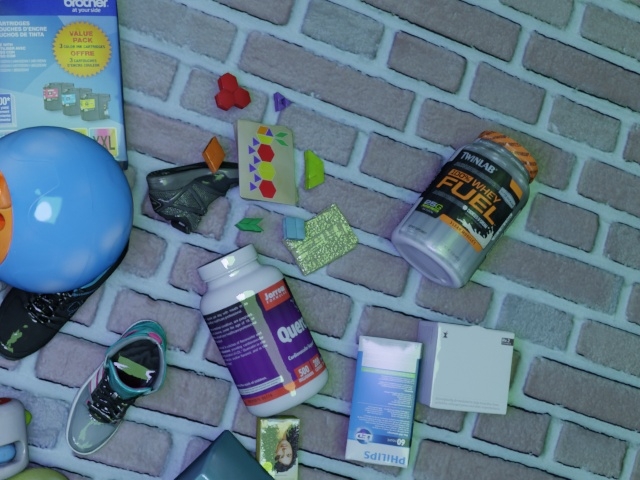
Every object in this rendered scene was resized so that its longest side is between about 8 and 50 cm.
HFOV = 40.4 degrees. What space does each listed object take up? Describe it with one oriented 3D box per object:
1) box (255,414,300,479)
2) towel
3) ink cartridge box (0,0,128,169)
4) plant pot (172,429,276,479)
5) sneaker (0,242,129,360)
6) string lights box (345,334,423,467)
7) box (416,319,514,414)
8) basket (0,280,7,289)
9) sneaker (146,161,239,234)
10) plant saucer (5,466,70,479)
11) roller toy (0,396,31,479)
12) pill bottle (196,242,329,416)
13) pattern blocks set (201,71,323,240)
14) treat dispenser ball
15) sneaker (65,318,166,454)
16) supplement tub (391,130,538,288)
[{"bbox_3d":[-0.092,0.481,1.797,0.087,0.058,0.232,2,87,-14],"label":"box"},{"bbox_3d":[0.000,0.000,1.861,0.148,0.027,0.110,-33,96,-15],"label":"towel"},{"bbox_3d":[-0.522,-0.332,1.683,0.270,0.151,0.395,-4,87,-15],"label":"ink cartridge box"},{"bbox_3d":[-0.200,0.491,1.648,0.165,0.234,0.165,-44,85,1],"label":"plant pot"},{"bbox_3d":[-0.504,0.087,1.669,0.125,0.140,0.341,42,80,-12],"label":"sneaker"},{"bbox_3d":[0.135,0.336,1.832,0.133,0.077,0.259,7,86,9],"label":"string lights box"},{"bbox_3d":[0.305,0.272,1.879,0.181,0.119,0.181,9,85,-13],"label":"box"},{"bbox_3d":[-0.764,0.044,1.509,0.266,0.328,0.331,-43,98,-10],"label":"basket"},{"bbox_3d":[-0.240,-0.091,1.779,0.228,0.087,0.130,-15,114,-31],"label":"sneaker"},{"bbox_3d":[-0.533,0.547,1.620,0.241,0.037,0.240,2,88,-52],"label":"plant saucer"},{"bbox_3d":[-0.639,0.375,1.592,0.209,0.191,0.146,-6,89,-15],"label":"roller toy"},{"bbox_3d":[-0.123,0.176,1.740,0.182,0.181,0.322,-26,94,-14],"label":"pill bottle"},{"bbox_3d":[-0.114,-0.163,1.791,0.285,0.026,0.324,17,66,-33],"label":"pattern blocks set"},{"bbox_3d":[-0.468,-0.052,1.497,0.288,0.288,0.288,1,87,-14],"label":"treat dispenser ball"},{"bbox_3d":[-0.387,0.288,1.668,0.124,0.178,0.295,32,80,-11],"label":"sneaker"},{"bbox_3d":[0.313,-0.069,1.860,0.194,0.193,0.316,40,78,-9],"label":"supplement tub"}]
